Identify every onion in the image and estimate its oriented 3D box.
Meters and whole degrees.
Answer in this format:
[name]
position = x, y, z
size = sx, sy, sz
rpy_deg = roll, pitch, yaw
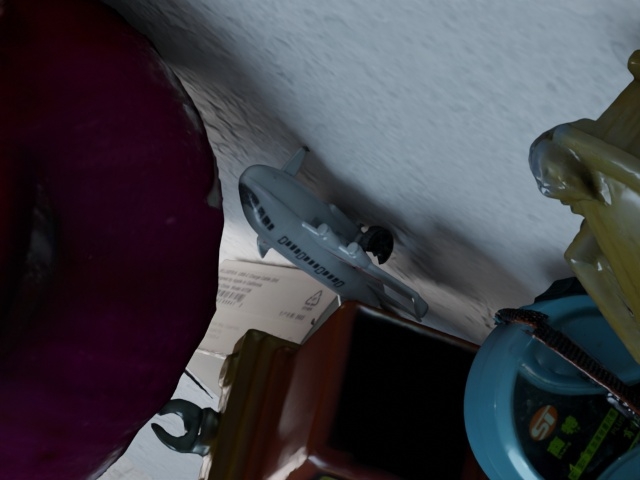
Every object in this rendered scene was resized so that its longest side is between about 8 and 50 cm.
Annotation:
[onion]
position = -0.213, 0.010, 1.153
size = 0.398, 0.398, 0.420
rpy_deg = 26, -175, 31

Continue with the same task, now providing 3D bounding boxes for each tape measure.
[tape measure]
position = 0.151, 0.098, 0.974
size = 0.146, 0.125, 0.081
rpy_deg = 40, 163, -10

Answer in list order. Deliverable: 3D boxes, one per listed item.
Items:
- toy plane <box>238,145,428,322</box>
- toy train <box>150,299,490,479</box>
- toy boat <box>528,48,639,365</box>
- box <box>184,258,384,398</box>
[toy plane]
position = 0.000, 0.000, 1.114
size = 0.162, 0.065, 0.171
rpy_deg = 19, 153, 45
[toy train]
position = 0.072, 0.162, 1.096
size = 0.369, 0.163, 0.231
rpy_deg = 20, 150, -11
[toy boat]
position = 0.191, 0.034, 0.805
size = 0.121, 0.089, 0.321
rpy_deg = 27, 162, 45
[box]
position = 0.020, 0.134, 1.348
size = 0.251, 0.106, 0.203
rpy_deg = 47, 159, -25
